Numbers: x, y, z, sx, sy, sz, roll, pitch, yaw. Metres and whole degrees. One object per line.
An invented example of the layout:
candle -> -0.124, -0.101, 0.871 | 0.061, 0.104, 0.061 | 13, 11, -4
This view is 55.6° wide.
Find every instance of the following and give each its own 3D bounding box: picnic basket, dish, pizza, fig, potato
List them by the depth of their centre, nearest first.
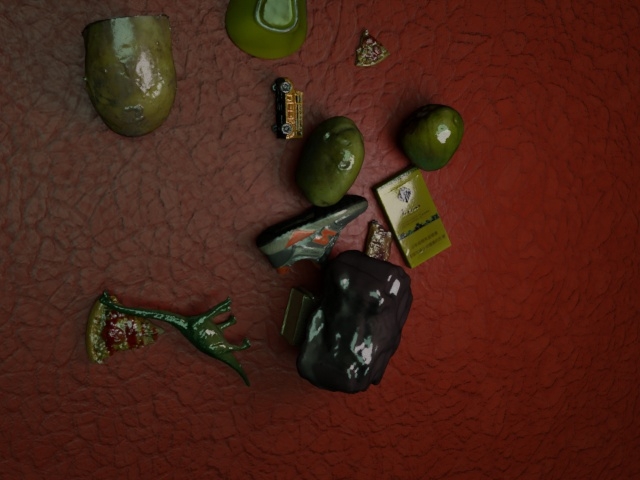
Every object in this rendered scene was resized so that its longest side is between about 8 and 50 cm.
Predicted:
potato -> -0.447, -0.379, 1.437 | 0.230, 0.229, 0.265 | -14, 108, -16
dish -> -0.120, -0.606, 1.557 | 0.221, 0.108, 0.262 | 4, 98, -21
pizza -> -0.508, 0.238, 1.589 | 0.199, 0.062, 0.188 | 5, 99, -22
potato -> 0.024, -0.214, 1.630 | 0.149, 0.197, 0.228 | 25, 120, -33
pizza -> 0.136, -0.523, 1.700 | 0.100, 0.029, 0.099 | 39, 86, -20
picnic basket -> -0.045, 0.218, 1.715 | 0.080, 0.115, 0.164 | 13, 95, -22
fig -> 0.316, -0.290, 1.723 | 0.181, 0.181, 0.190 | -17, 121, -16

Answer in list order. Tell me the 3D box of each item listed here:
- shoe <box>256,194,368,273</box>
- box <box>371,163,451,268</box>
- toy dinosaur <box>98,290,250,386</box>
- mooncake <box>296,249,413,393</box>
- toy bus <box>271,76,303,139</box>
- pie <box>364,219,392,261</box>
shoe -> 0.000, 0.000, 1.694 | 0.337, 0.132, 0.170 | -26, 111, -11
box -> 0.276, -0.070, 1.818 | 0.153, 0.041, 0.278 | -30, 107, -11
toy dinosaur -> -0.357, 0.271, 1.620 | 0.301, 0.087, 0.446 | -27, 111, -20
mooncake -> 0.112, 0.221, 1.656 | 0.212, 0.351, 0.380 | 18, 110, 21
toy bus -> -0.086, -0.355, 1.630 | 0.074, 0.070, 0.162 | -7, 104, -27
pie -> 0.168, 0.024, 1.800 | 0.092, 0.034, 0.169 | 9, 95, -16
